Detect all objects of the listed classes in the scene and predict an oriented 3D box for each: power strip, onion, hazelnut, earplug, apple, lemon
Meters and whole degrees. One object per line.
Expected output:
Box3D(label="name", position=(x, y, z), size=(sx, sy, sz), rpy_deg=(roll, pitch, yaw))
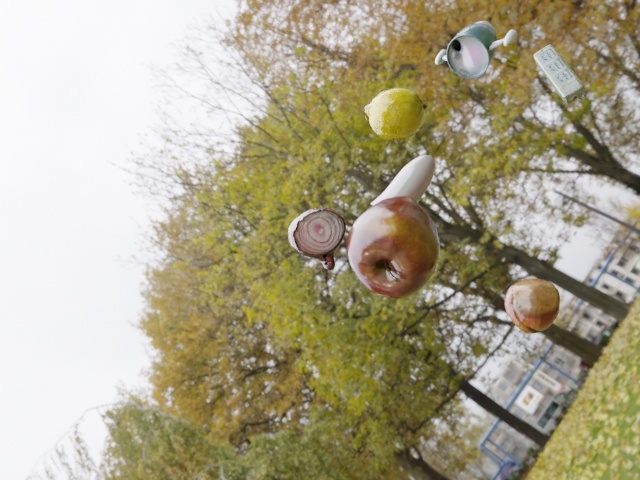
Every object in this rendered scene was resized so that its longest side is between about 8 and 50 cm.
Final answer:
Box3D(label="power strip", position=(0.855, -0.601, 2.036), size=(0.078, 0.272, 0.052), rpy_deg=(-30, -33, 18))
Box3D(label="onion", position=(0.000, 0.000, 1.907), size=(0.195, 0.140, 0.218), rpy_deg=(-25, -83, -9))
Box3D(label="hazelnut", position=(0.679, 0.207, 1.841), size=(0.182, 0.182, 0.182), rpy_deg=(-35, -37, -31))
Box3D(label="earplug", position=(0.359, -0.221, 2.315), size=(0.301, 0.172, 0.172), rpy_deg=(-55, -31, 3))
Box3D(label="apple", position=(0.224, 0.018, 1.763), size=(0.317, 0.287, 0.288), rpy_deg=(-67, -15, -47))
Box3D(label="lemon", position=(0.248, -0.418, 1.876), size=(0.173, 0.206, 0.174), rpy_deg=(5, -90, -85))

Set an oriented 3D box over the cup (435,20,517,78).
Box3D(label="cup", position=(0.555, -0.697, 2.028), size=(0.173, 0.299, 0.168), rpy_deg=(-55, -54, -33))
